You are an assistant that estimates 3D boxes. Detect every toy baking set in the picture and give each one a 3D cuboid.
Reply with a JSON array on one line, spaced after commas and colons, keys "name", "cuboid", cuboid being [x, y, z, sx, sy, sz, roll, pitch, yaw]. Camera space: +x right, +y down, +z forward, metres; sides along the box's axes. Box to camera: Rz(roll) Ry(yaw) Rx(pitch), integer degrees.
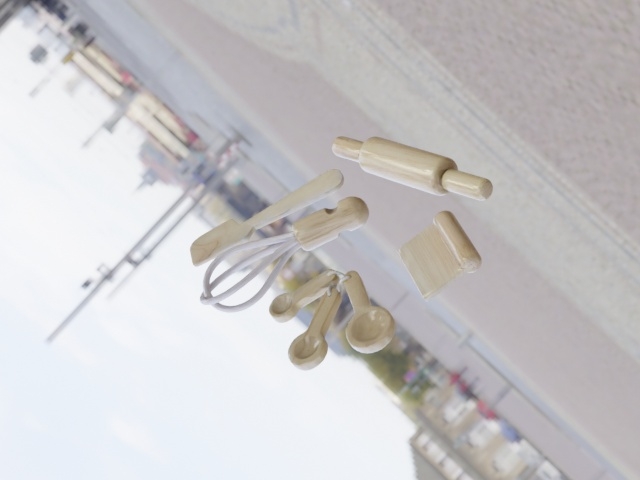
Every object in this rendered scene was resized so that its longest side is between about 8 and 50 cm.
[{"name": "toy baking set", "cuboid": [0.005, -0.005, 0.919, 0.256, 0.197, 0.030, 27, 159, 46]}]
